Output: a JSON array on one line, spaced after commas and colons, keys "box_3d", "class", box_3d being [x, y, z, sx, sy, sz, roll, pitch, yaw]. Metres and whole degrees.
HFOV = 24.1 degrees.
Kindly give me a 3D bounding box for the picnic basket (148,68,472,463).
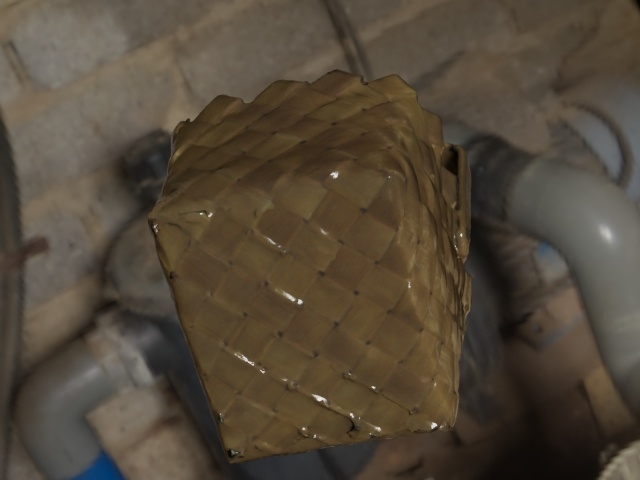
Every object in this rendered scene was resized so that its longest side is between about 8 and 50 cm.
[{"box_3d": [0.000, 0.000, 1.276, 0.254, 0.291, 0.321, -9, 24, 11], "class": "picnic basket"}]
